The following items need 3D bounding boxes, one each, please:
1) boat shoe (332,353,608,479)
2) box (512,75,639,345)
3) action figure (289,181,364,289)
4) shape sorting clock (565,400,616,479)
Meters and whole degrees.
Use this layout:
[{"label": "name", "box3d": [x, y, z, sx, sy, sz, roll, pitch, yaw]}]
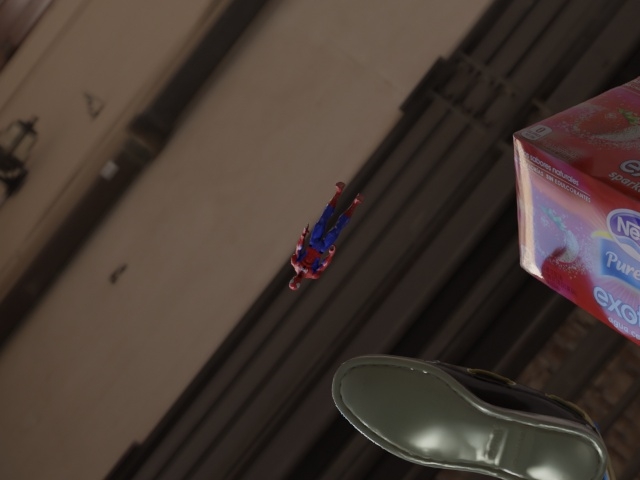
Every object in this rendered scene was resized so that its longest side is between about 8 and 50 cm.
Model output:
[{"label": "boat shoe", "box3d": [0.119, 0.144, 1.050, 0.228, 0.081, 0.068, 20, -166, 1]}, {"label": "box", "box3d": [0.260, -0.001, 0.871, 0.257, 0.128, 0.122, 38, 145, 47]}, {"label": "action figure", "box3d": [0.000, 0.000, 1.238, 0.038, 0.115, 0.030, 30, -160, 2]}, {"label": "shape sorting clock", "box3d": [0.262, 0.273, 1.355, 0.040, 0.206, 0.206, -7, -157, -17]}]
